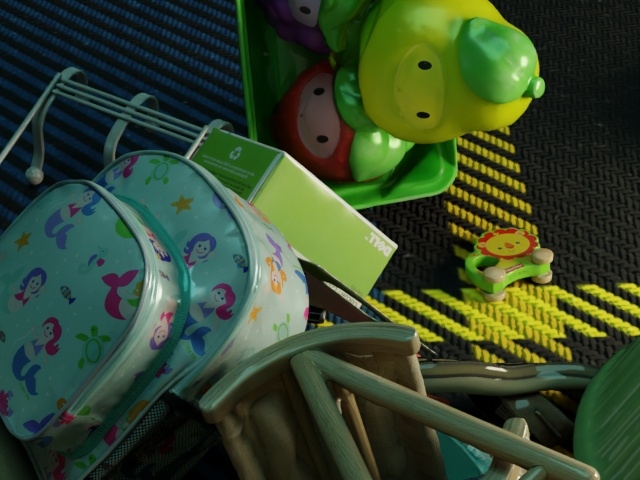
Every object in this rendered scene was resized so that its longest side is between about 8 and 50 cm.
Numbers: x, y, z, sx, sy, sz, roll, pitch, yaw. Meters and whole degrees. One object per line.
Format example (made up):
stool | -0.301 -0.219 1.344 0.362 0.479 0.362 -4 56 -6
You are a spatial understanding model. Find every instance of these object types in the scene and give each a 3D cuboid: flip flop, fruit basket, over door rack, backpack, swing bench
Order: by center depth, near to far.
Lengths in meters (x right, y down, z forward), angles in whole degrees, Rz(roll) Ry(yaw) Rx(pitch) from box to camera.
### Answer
swing bench | 0.068 0.211 0.989 0.165 0.253 0.255 -36 49 -17
backpack | -0.146 0.057 1.040 0.253 0.191 0.225 -41 54 3
flip flop | 0.182 0.150 1.224 0.277 0.080 0.112 5 -7 -18
fruit basket | 0.055 -0.197 1.457 0.283 0.392 0.392 -11 39 -14
over door rack | -0.275 -0.037 1.482 0.240 0.108 0.324 21 56 26

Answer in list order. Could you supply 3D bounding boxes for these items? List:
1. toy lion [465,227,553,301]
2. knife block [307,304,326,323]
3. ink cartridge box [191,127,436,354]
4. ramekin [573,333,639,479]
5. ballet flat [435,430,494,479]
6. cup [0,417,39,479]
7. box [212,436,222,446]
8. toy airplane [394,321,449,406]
toy lion | 0.198 0.019 1.450 0.100 0.034 0.096 -20 34 -23
knife block | -0.127 0.087 1.240 0.276 0.242 0.088 -27 13 44
ink cartridge box | 0.000 0.000 1.286 0.255 0.189 0.097 21 76 50
ramekin | 0.374 0.163 1.090 0.304 0.148 0.303 8 49 -10
ballet flat | 0.155 0.229 1.149 0.077 0.091 0.241 5 28 -49
cup | -0.351 0.210 1.011 0.237 0.331 0.331 25 36 -12
box | -0.164 0.129 1.283 0.233 0.059 0.183 -18 40 -22
toy airplane | 0.053 0.136 1.297 0.151 0.028 0.151 1 37 -1
